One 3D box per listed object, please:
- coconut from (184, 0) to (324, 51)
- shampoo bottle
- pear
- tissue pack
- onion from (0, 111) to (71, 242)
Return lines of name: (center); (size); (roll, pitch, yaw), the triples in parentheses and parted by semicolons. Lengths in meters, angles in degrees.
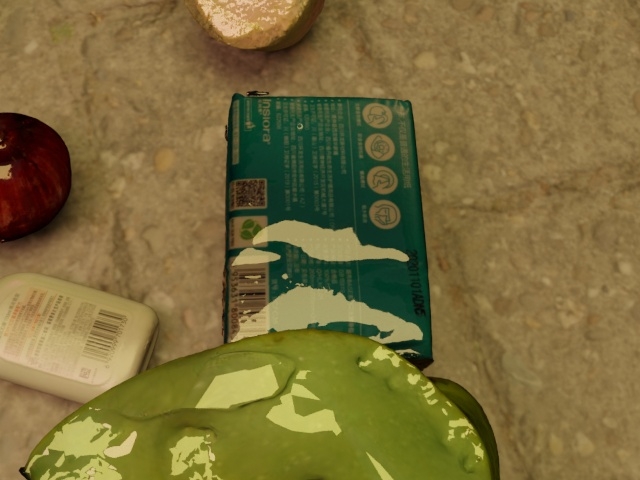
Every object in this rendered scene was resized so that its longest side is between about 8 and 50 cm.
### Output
coconut: (-0.067, -0.278, 0.947); (0.147, 0.152, 0.147); (2, 105, 8)
shampoo bottle: (-0.270, 0.083, 0.816); (0.221, 0.051, 0.108); (16, 67, 1)
pear: (-0.005, 0.216, 0.680); (0.318, 0.238, 0.342); (-36, 83, -15)
tissue pack: (0.000, 0.000, 0.838); (0.192, 0.134, 0.270); (2, 67, -6)
onion: (-0.304, -0.062, 0.836); (0.131, 0.131, 0.131); (2, 67, -6)
